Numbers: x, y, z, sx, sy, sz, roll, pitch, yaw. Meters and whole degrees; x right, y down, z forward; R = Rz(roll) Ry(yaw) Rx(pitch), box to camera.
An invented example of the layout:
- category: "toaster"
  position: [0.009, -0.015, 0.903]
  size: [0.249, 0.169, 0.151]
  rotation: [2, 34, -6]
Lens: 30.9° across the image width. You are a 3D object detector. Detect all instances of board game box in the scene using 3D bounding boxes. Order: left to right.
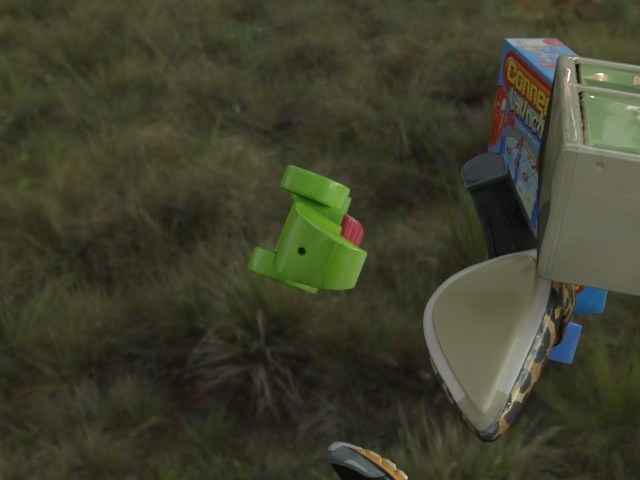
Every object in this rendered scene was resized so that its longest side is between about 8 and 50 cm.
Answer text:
- category: "board game box"
  position: [0.331, -0.100, 1.658]
  size: [0.086, 0.302, 0.308]
  rotation: [-2, 27, -12]

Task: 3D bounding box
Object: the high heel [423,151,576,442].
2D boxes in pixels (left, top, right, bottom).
- category: "high heel"
  position: [0.147, 0.081, 0.830]
  size: [0.093, 0.186, 0.261]
  rotation: [-13, 37, 21]

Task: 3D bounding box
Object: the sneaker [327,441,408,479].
- category: "sneaker"
  position: [0.075, 0.306, 1.250]
  size: [0.083, 0.215, 0.084]
  rotation: [-41, 7, -17]

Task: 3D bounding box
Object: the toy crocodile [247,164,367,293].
- category: "toy crocodile"
  position: [0.000, 0.000, 1.191]
  size: [0.105, 0.115, 0.340]
  rotation: [22, -1, 3]

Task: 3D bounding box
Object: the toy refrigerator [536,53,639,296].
- category: "toy refrigerator"
  position: [0.207, -0.057, 0.794]
  size: [0.102, 0.094, 0.269]
  rotation: [10, 21, 8]

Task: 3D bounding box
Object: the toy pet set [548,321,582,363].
- category: "toy pet set"
  position: [0.208, 0.098, 1.223]
  size: [0.114, 0.122, 0.065]
  rotation: [17, 43, -31]
